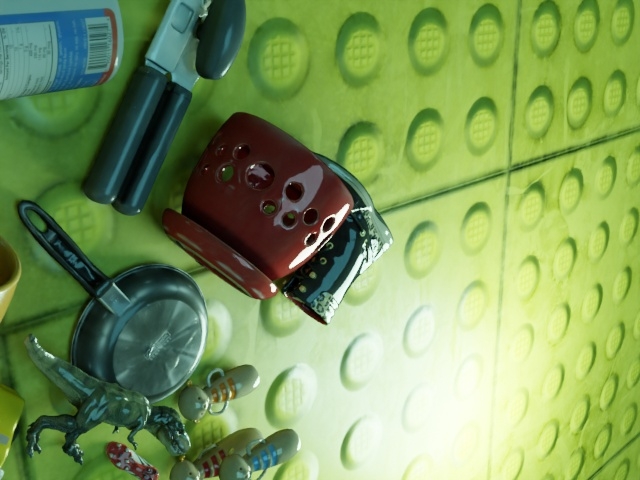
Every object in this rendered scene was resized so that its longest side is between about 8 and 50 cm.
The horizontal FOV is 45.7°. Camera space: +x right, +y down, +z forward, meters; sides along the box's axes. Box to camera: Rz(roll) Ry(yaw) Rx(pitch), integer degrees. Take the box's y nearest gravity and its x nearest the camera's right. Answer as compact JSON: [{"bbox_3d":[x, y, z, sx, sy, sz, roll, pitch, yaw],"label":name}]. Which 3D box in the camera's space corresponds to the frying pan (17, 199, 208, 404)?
[{"bbox_3d":[-0.223,0.070,0.925,0.197,0.053,0.326,-29,126,-36],"label":"frying pan"}]

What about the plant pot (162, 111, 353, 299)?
[{"bbox_3d":[-0.081,-0.032,0.932,0.174,0.191,0.191,-55,135,-9],"label":"plant pot"}]

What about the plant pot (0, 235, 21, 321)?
[{"bbox_3d":[-0.394,0.077,0.659,0.205,0.205,0.188,11,110,-46],"label":"plant pot"}]

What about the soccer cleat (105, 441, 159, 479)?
[{"bbox_3d":[-0.246,0.288,0.984,0.083,0.036,0.029,40,66,-20],"label":"soccer cleat"}]

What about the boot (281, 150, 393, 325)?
[{"bbox_3d":[0.002,0.001,1.099,0.178,0.085,0.236,-54,134,-15],"label":"boot"}]

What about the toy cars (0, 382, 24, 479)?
[{"bbox_3d":[-0.433,0.253,0.693,0.394,0.087,0.176,-24,104,-47],"label":"toy cars"}]

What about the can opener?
[{"bbox_3d":[-0.171,-0.162,0.862,0.076,0.095,0.283,28,83,-46],"label":"can opener"}]

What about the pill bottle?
[{"bbox_3d":[-0.307,-0.190,0.696,0.221,0.124,0.124,-19,116,-40],"label":"pill bottle"}]

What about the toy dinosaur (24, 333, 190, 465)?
[{"bbox_3d":[-0.272,0.202,0.879,0.118,0.064,0.268,-45,132,1],"label":"toy dinosaur"}]

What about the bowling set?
[{"bbox_3d":[-0.101,0.327,1.029,0.154,0.200,0.287,-18,111,-39],"label":"bowling set"}]
